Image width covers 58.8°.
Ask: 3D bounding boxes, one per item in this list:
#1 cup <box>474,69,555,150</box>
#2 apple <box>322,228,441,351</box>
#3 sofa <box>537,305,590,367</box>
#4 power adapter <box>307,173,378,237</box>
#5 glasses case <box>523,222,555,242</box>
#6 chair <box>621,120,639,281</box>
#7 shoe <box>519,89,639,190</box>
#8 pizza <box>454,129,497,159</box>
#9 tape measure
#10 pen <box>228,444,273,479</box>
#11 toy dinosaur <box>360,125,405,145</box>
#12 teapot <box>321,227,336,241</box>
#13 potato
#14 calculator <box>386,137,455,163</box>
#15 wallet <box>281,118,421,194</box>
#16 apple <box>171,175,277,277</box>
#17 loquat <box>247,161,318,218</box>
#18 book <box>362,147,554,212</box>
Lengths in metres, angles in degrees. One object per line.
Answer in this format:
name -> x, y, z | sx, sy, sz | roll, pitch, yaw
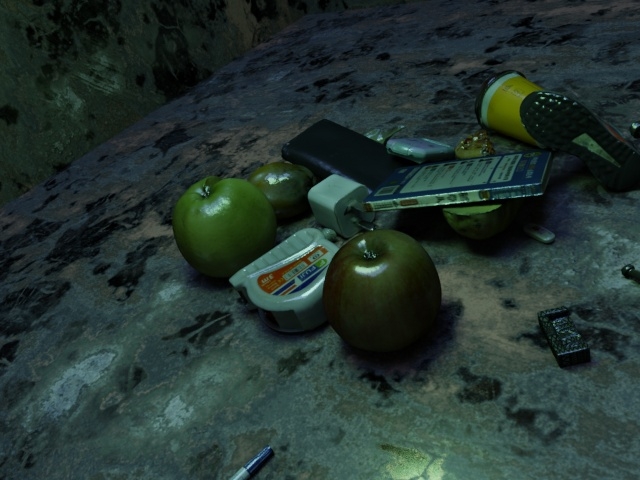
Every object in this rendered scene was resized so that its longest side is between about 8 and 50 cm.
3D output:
cup -> 0.600, -0.376, 1.667 | 0.196, 0.196, 0.280 | -30, 43, -14
apple -> 0.123, 0.099, 1.192 | 0.256, 0.234, 0.257 | -17, 34, 12
sofa -> 0.457, 0.179, 1.069 | 0.060, 0.039, 0.118 | -14, 34, 9
power adapter -> 0.079, -0.087, 1.575 | 0.125, 0.130, 0.205 | -35, 37, -20
glasses case -> 0.513, -0.018, 1.335 | 0.032, 0.021, 0.083 | -29, 34, -14
chair -> 0.773, -0.008, 0.891 | 0.361, 0.365, 0.410 | -20, 37, 1
shoe -> 0.664, -0.274, 1.426 | 0.336, 0.132, 0.171 | 39, 38, 9
pizza -> 0.453, -0.276, 1.665 | 0.127, 0.058, 0.246 | -12, 21, 24
tape measure -> -0.058, 0.103, 1.385 | 0.258, 0.130, 0.265 | -34, 41, -15
pen -> -0.166, 0.451, 1.036 | 0.204, 0.025, 0.025 | -38, 37, -25
toy dinosaur -> 0.151, -0.327, 1.924 | 0.294, 0.077, 0.162 | 8, 50, 39
teapot -> 0.000, 0.000, 1.565 | 0.067, 0.057, 0.083 | 18, 42, 40
potato -> 0.404, -0.067, 1.374 | 0.160, 0.111, 0.271 | 0, 24, 40
calculator -> 0.303, -0.272, 1.705 | 0.141, 0.045, 0.246 | 27, 25, 36
wallet -> 0.090, -0.250, 1.771 | 0.406, 0.062, 0.228 | 32, 58, 32
apple -> -0.270, -0.043, 1.592 | 0.291, 0.254, 0.292 | -17, 36, 13
loquat -> -0.118, -0.152, 1.732 | 0.227, 0.179, 0.179 | -6, 34, -1
book -> 0.351, -0.155, 1.434 | 0.427, 0.039, 0.300 | -4, 21, 29
